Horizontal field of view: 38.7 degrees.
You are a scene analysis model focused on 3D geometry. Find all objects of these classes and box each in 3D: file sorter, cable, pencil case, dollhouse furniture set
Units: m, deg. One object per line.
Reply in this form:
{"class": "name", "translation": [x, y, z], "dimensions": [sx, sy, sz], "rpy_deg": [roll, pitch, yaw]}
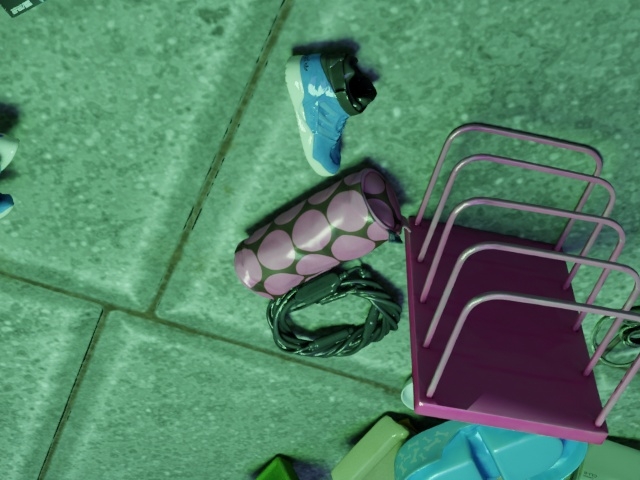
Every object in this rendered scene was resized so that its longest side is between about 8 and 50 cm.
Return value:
{"class": "file sorter", "translation": [0.215, 0.033, 0.976], "dimensions": [0.202, 0.290, 0.182], "rpy_deg": [11, 131, -7]}
{"class": "cable", "translation": [0.016, 0.103, 1.231], "dimensions": [0.184, 0.047, 0.150], "rpy_deg": [-30, 130, 26]}
{"class": "pencil case", "translation": [0.000, 0.000, 1.097], "dimensions": [0.209, 0.095, 0.098], "rpy_deg": [-26, 143, 28]}
{"class": "dollhouse furniture set", "translation": [0.056, 0.396, 1.494], "dimensions": [0.301, 0.151, 0.197], "rpy_deg": [-47, 128, 4]}

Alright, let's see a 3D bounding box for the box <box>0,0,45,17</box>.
{"class": "box", "translation": [-0.294, -0.266, 0.901], "dimensions": [0.083, 0.018, 0.067], "rpy_deg": [-20, 130, 21]}

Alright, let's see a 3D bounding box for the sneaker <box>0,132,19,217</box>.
{"class": "sneaker", "translation": [-0.452, -0.134, 0.981], "dimensions": [0.236, 0.130, 0.322], "rpy_deg": [-7, 130, -3]}

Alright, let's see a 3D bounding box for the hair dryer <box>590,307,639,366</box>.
{"class": "hair dryer", "translation": [0.518, 0.113, 1.179], "dimensions": [0.224, 0.080, 0.293], "rpy_deg": [22, 131, -16]}

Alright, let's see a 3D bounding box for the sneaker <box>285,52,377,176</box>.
{"class": "sneaker", "translation": [0.022, -0.134, 0.982], "dimensions": [0.085, 0.058, 0.152], "rpy_deg": [-3, 128, 18]}

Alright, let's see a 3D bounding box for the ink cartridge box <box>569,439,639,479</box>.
{"class": "ink cartridge box", "translation": [0.450, 0.417, 1.426], "dimensions": [0.128, 0.127, 0.176], "rpy_deg": [17, 137, 14]}

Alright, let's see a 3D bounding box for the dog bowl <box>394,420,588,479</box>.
{"class": "dog bowl", "translation": [0.244, 0.324, 1.363], "dimensions": [0.297, 0.074, 0.166], "rpy_deg": [-24, 129, 6]}

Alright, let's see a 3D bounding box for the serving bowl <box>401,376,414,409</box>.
{"class": "serving bowl", "translation": [0.160, 0.219, 1.339], "dimensions": [0.083, 0.027, 0.083], "rpy_deg": [2, 134, 2]}
